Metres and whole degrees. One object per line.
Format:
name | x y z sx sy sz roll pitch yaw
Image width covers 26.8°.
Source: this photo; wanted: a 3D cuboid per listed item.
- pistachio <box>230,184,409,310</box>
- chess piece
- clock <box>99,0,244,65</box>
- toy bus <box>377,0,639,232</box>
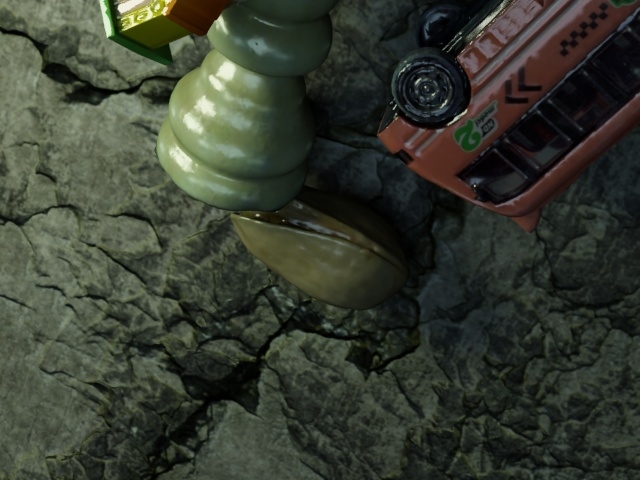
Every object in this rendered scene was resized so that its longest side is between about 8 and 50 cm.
pistachio | 0.000 0.000 1.591 0.226 0.136 0.136 27 120 -1
chess piece | -0.063 -0.209 1.457 0.182 0.182 0.330 24 129 6
clock | -0.094 -0.324 1.296 0.255 0.106 0.220 -19 75 22
toy bus | 0.263 -0.217 1.361 0.233 0.203 0.427 41 118 -9
